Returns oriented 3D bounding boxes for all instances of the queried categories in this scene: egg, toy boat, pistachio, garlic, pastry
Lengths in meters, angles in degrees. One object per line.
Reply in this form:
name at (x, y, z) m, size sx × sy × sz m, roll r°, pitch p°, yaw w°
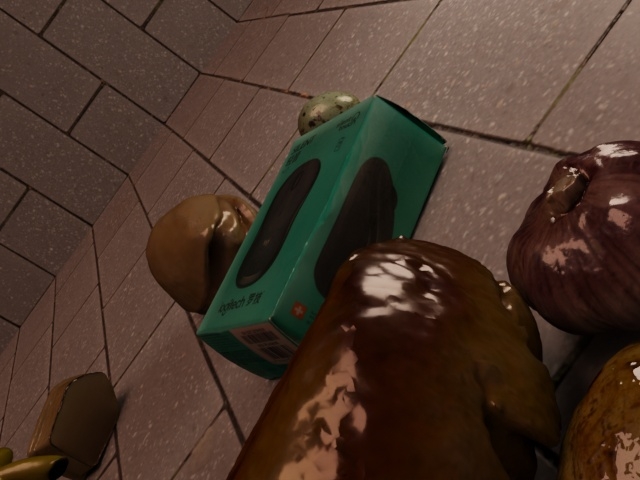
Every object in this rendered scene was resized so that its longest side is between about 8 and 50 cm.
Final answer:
egg at (0.016, -0.184, 1.261) m, size 0.110 × 0.085 × 0.085 m, roll -33°, pitch 29°, yaw 31°
toy boat at (-0.402, 0.296, 1.393) m, size 0.061 × 0.116 × 0.188 m, roll -33°, pitch 32°, yaw 35°
pistachio at (-0.174, 0.020, 1.260) m, size 0.293 × 0.162 × 0.181 m, roll -17°, pitch 69°, yaw 58°
garlic at (0.196, -0.004, 0.579) m, size 0.147 × 0.102 × 0.159 m, roll -61°, pitch 21°, yaw -12°
pastry at (0.027, 0.159, 0.562) m, size 0.356 × 0.164 × 0.356 m, roll -155°, pitch 90°, yaw -89°

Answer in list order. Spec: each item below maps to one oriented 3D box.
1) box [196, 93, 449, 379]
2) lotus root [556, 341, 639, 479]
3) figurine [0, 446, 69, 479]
box at (0.000, 0.000, 0.972) m, size 0.205 × 0.118 × 0.311 m, roll -15°, pitch 45°, yaw 57°
lotus root at (0.173, 0.151, 0.408) m, size 0.110 × 0.097 × 0.258 m, roll -32°, pitch 34°, yaw 40°
figurine at (-0.479, 0.448, 1.195) m, size 0.218 × 0.169 × 0.326 m, roll -20°, pitch 62°, yaw 38°
